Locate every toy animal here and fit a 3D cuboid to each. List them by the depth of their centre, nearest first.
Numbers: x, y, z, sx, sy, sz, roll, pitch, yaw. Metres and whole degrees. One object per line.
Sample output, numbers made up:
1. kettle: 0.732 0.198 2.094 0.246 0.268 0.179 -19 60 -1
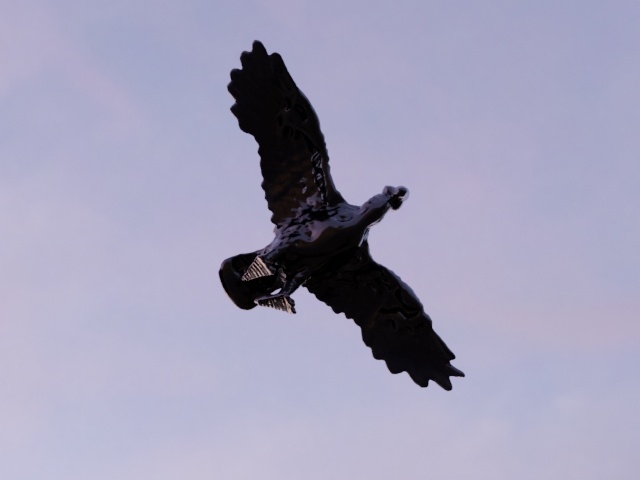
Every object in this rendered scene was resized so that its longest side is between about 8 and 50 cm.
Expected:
1. toy animal: 0.000 0.000 0.929 0.108 0.220 0.062 -36 8 -22
